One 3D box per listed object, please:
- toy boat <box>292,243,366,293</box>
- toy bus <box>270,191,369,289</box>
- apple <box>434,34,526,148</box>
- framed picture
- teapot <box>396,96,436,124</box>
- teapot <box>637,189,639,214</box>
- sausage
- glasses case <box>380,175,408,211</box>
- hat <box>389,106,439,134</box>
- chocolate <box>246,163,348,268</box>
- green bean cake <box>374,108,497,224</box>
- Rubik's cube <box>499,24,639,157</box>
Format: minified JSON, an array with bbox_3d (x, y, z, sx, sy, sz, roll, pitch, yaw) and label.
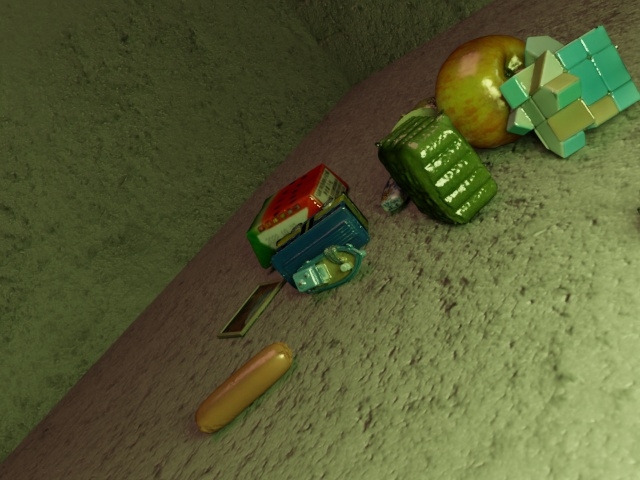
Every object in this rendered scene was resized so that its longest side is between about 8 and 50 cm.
[{"bbox_3d":[0.022,0.076,1.521,0.238,0.109,0.098,-28,-8,35],"label":"toy boat"},{"bbox_3d":[0.000,0.000,1.714,0.288,0.138,0.175,-36,17,16],"label":"toy bus"},{"bbox_3d":[0.450,-0.383,1.447,0.301,0.301,0.301,-37,18,14],"label":"apple"},{"bbox_3d":[-0.229,0.224,1.864,0.184,0.016,0.250,-16,31,55],"label":"framed picture"},{"bbox_3d":[0.334,-0.362,1.761,0.183,0.173,0.269,-11,4,-23],"label":"teapot"},{"bbox_3d":[0.555,-0.087,0.799,0.200,0.107,0.077,-37,21,16],"label":"teapot"},{"bbox_3d":[-0.184,0.354,1.351,0.289,0.086,0.086,-40,17,1],"label":"sausage"},{"bbox_3d":[0.247,-0.177,1.730,0.087,0.065,0.248,-30,22,39],"label":"glasses case"},{"bbox_3d":[0.325,-0.260,1.662,0.252,0.252,0.110,-35,-23,19],"label":"hat"},{"bbox_3d":[-0.085,-0.104,2.098,0.341,0.161,0.360,-30,20,24],"label":"chocolate"},{"bbox_3d":[0.274,-0.170,1.359,0.156,0.247,0.250,-41,18,0],"label":"green bean cake"},{"bbox_3d":[0.516,-0.325,1.215,0.213,0.265,0.224,-31,4,-2],"label":"Rubik's cube"}]
